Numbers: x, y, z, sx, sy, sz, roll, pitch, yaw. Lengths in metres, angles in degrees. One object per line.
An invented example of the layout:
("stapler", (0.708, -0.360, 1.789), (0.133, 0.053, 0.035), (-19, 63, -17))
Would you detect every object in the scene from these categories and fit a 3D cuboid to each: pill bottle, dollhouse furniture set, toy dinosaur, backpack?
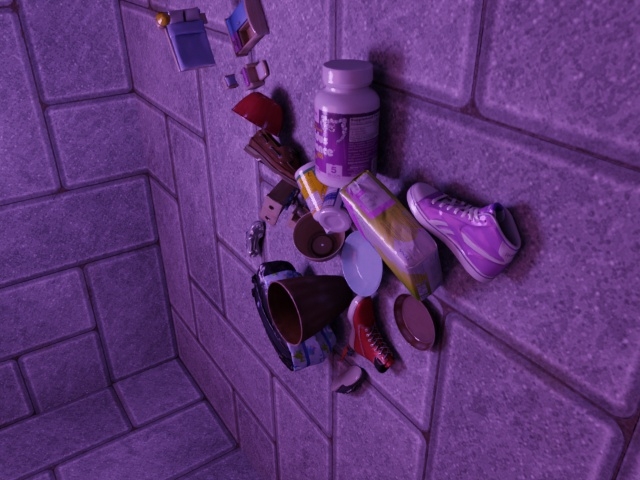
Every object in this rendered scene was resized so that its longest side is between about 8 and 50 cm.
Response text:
("pill bottle", (0.058, -0.113, 1.579), (0.094, 0.169, 0.094), (12, 144, 9))
("dollhouse furniture set", (-0.342, -0.631, 1.825), (0.198, 0.304, 0.286), (-11, 97, 62))
("dollhouse furniture set", (-0.089, -0.103, 1.922), (0.184, 0.129, 0.129), (34, 144, 4))
("pill bottle", (0.015, -0.129, 1.695), (0.208, 0.118, 0.117), (66, 151, 11))
("toy dinosaur", (0.093, 0.376, 1.912), (0.047, 0.090, 0.082), (36, 170, 24))
("backpack", (-0.097, 0.283, 2.013), (0.290, 0.274, 0.355), (102, 160, -55))
("pill bottle", (0.067, -0.300, 1.454), (0.169, 0.169, 0.301), (36, 135, 47))

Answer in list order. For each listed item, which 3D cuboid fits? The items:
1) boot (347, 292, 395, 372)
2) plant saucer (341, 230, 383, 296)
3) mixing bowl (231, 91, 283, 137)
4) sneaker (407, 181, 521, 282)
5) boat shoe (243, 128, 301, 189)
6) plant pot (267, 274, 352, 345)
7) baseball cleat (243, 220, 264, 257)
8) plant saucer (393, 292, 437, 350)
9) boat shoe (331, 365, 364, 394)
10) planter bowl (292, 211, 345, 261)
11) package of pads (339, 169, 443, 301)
("boot", (0.166, 0.285, 1.717), (0.176, 0.088, 0.244), (39, 144, 42))
("plant saucer", (0.132, 0.066, 1.669), (0.195, 0.038, 0.194), (13, 106, 54))
("mixing bowl", (-0.190, -0.424, 1.856), (0.181, 0.181, 0.098), (38, 101, 45))
("sneaker", (0.322, -0.060, 1.242), (0.282, 0.102, 0.161), (47, 141, 19))
("boat shoe", (-0.118, -0.262, 1.847), (0.307, 0.111, 0.104), (37, 96, 20))
("plant pot", (-0.021, 0.199, 1.829), (0.215, 0.231, 0.215), (35, 134, 46))
("baseball cleat", (-0.284, -0.023, 2.319), (0.109, 0.072, 0.205), (58, 145, 35))
("plant saucer", (0.265, 0.221, 1.561), (0.168, 0.029, 0.168), (35, 134, 46))
("boat shoe", (0.109, 0.493, 1.977), (0.065, 0.075, 0.206), (29, 144, -12))
("planter bowl", (0.000, 0.000, 1.779), (0.162, 0.162, 0.109), (59, 175, 21))
("package of pads", (0.180, -0.014, 1.407), (0.296, 0.101, 0.229), (52, 176, 30))
